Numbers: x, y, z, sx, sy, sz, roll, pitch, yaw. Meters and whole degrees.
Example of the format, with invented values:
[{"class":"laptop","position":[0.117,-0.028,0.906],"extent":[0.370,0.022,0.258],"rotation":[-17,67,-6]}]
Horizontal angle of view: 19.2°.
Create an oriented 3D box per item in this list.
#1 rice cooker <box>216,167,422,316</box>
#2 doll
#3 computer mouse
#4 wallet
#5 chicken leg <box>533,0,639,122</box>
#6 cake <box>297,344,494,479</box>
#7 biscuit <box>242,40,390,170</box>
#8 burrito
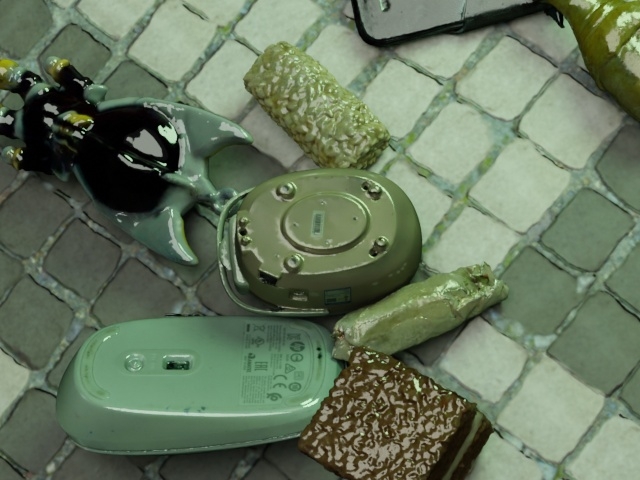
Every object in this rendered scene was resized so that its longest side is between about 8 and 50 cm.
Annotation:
[{"class":"rice cooker","position":[0.000,0.000,1.879],"extent":[0.206,0.127,0.145],"rotation":[-4,72,-5]},{"class":"doll","position":[-0.220,-0.092,1.978],"extent":[0.316,0.103,0.145],"rotation":[25,68,15]},{"class":"computer mouse","position":[-0.118,0.154,1.872],"extent":[0.288,0.097,0.159],"rotation":[0,38,1]},{"class":"wallet","position":[0.180,-0.311,1.981],"extent":[0.318,0.045,0.172],"rotation":[-13,74,8]},{"class":"chicken leg","position":[0.298,-0.208,1.890],"extent":[0.103,0.088,0.227],"rotation":[-43,72,14]},{"class":"cake","position":[0.075,0.189,1.789],"extent":[0.135,0.147,0.134],"rotation":[30,80,22]},{"class":"biscuit","position":[-0.004,-0.136,1.961],"extent":[0.082,0.070,0.168],"rotation":[-45,69,6]},{"class":"burrito","position":[0.094,0.071,1.861],"extent":[0.188,0.045,0.058],"rotation":[-23,67,-8]}]
